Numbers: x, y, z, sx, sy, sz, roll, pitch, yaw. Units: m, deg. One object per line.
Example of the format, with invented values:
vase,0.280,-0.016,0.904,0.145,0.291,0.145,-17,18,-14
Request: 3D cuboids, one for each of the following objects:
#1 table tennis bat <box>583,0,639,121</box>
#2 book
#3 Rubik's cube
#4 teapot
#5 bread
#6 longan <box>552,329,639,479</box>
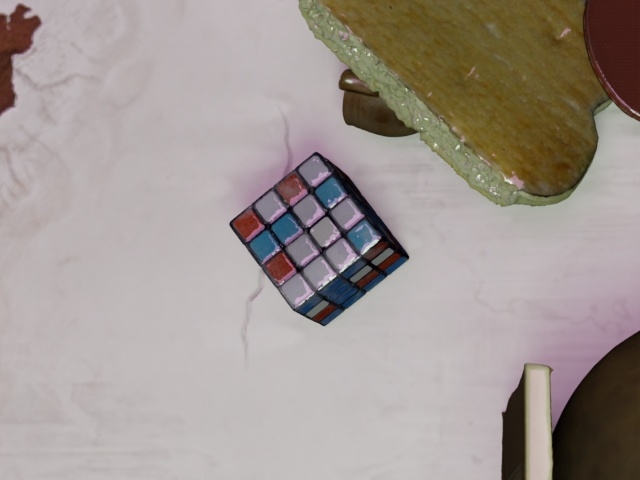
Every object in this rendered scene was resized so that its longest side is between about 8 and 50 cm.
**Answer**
table tennis bat,0.265,-0.188,1.535,0.130,0.019,0.220,-1,71,-9
book,0.139,0.210,1.366,0.021,0.310,0.217,2,80,2
Rubik's cube,0.000,0.000,1.554,0.092,0.092,0.092,-39,73,5
teapot,0.056,-0.139,1.567,0.080,0.085,0.110,17,87,19
bread,0.126,-0.164,1.539,0.207,0.056,0.286,-39,82,-22
longan,0.291,0.178,1.338,0.297,0.297,0.297,-3,79,15
